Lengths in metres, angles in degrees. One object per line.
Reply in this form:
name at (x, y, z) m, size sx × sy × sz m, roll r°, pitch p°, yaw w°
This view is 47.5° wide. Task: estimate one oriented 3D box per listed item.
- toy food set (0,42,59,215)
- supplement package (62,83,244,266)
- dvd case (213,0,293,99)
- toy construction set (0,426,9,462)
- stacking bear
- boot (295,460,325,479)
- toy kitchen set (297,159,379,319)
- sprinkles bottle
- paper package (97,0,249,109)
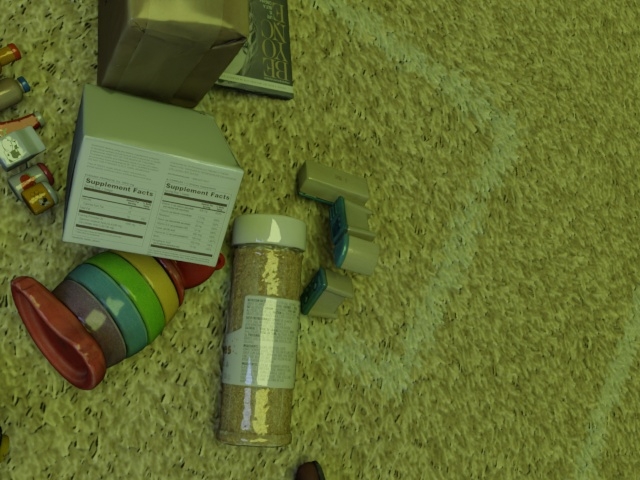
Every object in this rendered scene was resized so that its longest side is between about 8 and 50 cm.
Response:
toy food set at (-0.431, -0.157, 1.049) m, size 0.104 × 0.111 × 0.232 m, roll -35°, pitch 98°, yaw -24°
supplement package at (-0.244, -0.099, 1.023) m, size 0.204 × 0.262 × 0.145 m, roll 11°, pitch 111°, yaw -22°
dvd case at (-0.119, -0.359, 1.240) m, size 0.165 × 0.018 × 0.221 m, roll 2°, pitch 82°, yaw -41°
toy construction set at (-0.524, 0.237, 0.856) m, size 0.309 × 0.237 × 0.257 m, roll -46°, pitch 133°, yaw -13°
stacking bear at (-0.271, 0.069, 1.066) m, size 0.175 × 0.164 × 0.289 m, roll 42°, pitch 55°, yaw 13°
boot at (-0.137, 0.460, 1.124) m, size 0.280 × 0.096 × 0.264 m, roll 13°, pitch 85°, yaw -14°
toy kitchen set at (0.000, 0.000, 1.244) m, size 0.122 × 0.166 × 0.207 m, roll 17°, pitch 40°, yaw -21°
sprinkles bottle at (-0.091, 0.139, 1.150) m, size 0.121 × 0.121 × 0.355 m, roll 7°, pitch 80°, yaw -22°
paper package at (-0.224, -0.394, 1.065) m, size 0.168 × 0.309 × 0.324 m, roll 2°, pitch 81°, yaw -24°
